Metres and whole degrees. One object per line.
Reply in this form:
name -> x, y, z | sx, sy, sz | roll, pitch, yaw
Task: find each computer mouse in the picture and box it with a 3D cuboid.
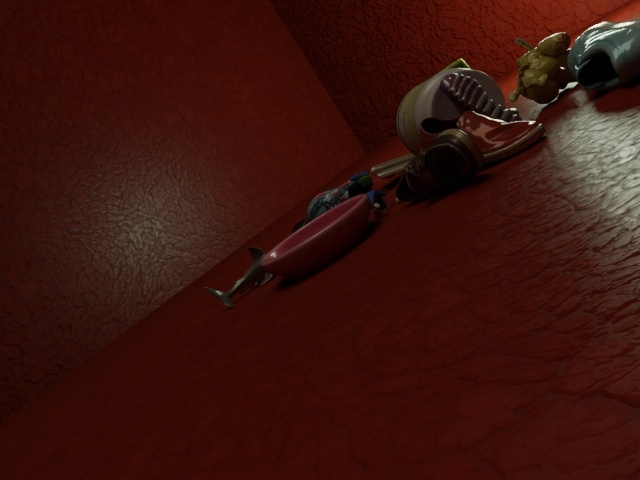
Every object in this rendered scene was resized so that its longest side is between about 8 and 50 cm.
computer mouse -> -0.068, -0.022, 2.247 | 0.071, 0.041, 0.242 | -41, 13, 10

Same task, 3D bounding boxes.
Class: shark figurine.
shark figurine -> -0.203, 0.083, 1.835 | 0.278, 0.116, 0.166 | -32, 6, -6

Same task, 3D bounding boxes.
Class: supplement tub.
supplement tub -> 0.357, -0.346, 1.734 | 0.235, 0.236, 0.325 | -34, 7, -2

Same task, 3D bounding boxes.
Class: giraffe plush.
giraffe plush -> 0.606, -0.450, 1.697 | 0.181, 0.210, 0.171 | 91, -157, -62

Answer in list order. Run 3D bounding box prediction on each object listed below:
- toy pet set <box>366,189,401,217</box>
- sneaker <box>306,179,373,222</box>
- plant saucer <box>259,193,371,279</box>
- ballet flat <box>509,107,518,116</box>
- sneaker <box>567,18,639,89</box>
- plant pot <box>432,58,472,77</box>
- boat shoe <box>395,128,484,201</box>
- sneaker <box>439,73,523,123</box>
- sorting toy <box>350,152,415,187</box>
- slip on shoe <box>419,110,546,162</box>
toy pet set -> 0.176, -0.117, 1.685 | 0.122, 0.065, 0.114 | -36, 8, -25
sneaker -> 0.066, -0.141, 2.162 | 0.261, 0.104, 0.125 | -34, 10, -6
plant saucer -> 0.000, 0.000, 1.614 | 0.332, 0.084, 0.332 | -32, 8, 5
ballet flat -> 0.518, -0.340, 1.787 | 0.114, 0.041, 0.041 | -33, 7, 9
sneaker -> 0.620, -0.405, 1.403 | 0.150, 0.135, 0.366 | -30, 7, 2
plant pot -> 0.456, -0.480, 2.263 | 0.228, 0.227, 0.207 | -38, 2, -27
boat shoe -> 0.254, -0.151, 1.422 | 0.123, 0.123, 0.342 | -43, 6, -13
sneaker -> 0.378, -0.307, 1.524 | 0.095, 0.236, 0.104 | -48, -2, -38
sorting toy -> 0.271, -0.245, 2.107 | 0.347, 0.047, 0.196 | -20, 13, 1
slip on shoe -> 0.356, -0.245, 1.436 | 0.123, 0.101, 0.331 | -39, 28, -29
